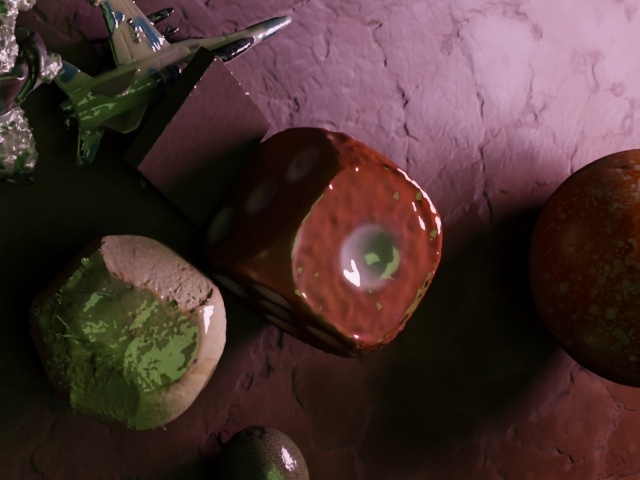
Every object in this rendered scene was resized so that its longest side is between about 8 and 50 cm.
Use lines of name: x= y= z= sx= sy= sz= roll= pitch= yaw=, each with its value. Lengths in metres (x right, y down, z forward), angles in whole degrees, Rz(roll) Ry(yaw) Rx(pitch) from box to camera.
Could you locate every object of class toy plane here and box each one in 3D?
toy plane: x=-0.138 y=-0.164 z=1.492 sx=0.262 sy=0.088 sz=0.192 roll=-33 pitch=123 yaw=-38

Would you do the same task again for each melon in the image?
melon: x=-0.058 y=0.250 z=1.612 sx=0.098 sy=0.098 sz=0.130 roll=-22 pitch=119 yaw=-31

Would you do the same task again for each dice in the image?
dice: x=0.000 y=0.000 z=1.562 sx=0.175 sy=0.179 sz=0.174 roll=38 pitch=77 yaw=-30

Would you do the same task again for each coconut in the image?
coconut: x=-0.174 y=0.085 z=1.452 sx=0.194 sy=0.194 sz=0.194 roll=-8 pitch=103 yaw=-35

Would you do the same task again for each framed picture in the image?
framed picture: x=-0.113 y=-0.094 z=1.491 sx=0.128 sy=0.023 sz=0.168 roll=-56 pitch=157 yaw=-6

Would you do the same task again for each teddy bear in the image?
teddy bear: x=-0.286 y=-0.134 z=1.355 sx=0.133 sy=0.111 sz=0.213 roll=-7 pitch=105 yaw=-9

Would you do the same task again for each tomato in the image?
tomato: x=0.351 y=0.033 z=1.796 sx=0.270 sy=0.223 sz=0.270 roll=10 pitch=79 yaw=-59
